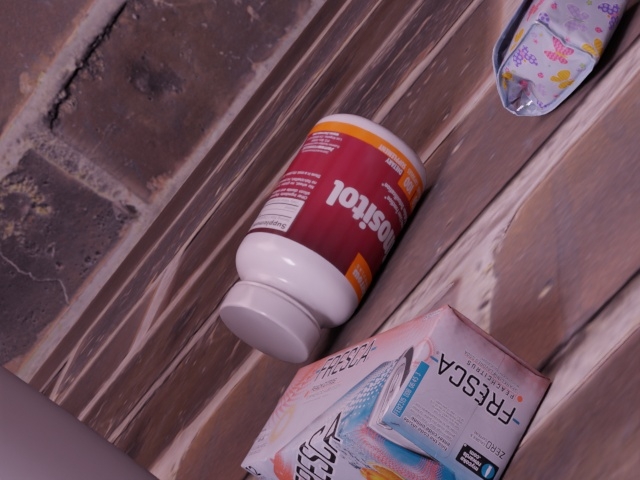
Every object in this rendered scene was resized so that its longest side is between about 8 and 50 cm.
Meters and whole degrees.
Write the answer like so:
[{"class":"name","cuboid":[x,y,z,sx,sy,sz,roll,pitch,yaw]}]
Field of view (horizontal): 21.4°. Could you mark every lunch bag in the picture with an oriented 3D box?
[{"class":"lunch bag","cuboid":[0.133,-0.116,0.964,0.071,0.053,0.083,-58,2,-29]}]

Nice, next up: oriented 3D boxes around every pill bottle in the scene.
[{"class":"pill bottle","cuboid":[0.000,0.000,1.093,0.152,0.086,0.086,-59,11,-23]}]

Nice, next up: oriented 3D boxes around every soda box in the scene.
[{"class":"soda box","cuboid":[0.028,0.084,0.766,0.063,0.058,0.183,-58,10,-22]}]

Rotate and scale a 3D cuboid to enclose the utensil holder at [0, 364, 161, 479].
[{"class":"utensil holder","cuboid":[-0.265,0.182,0.854,0.328,0.385,0.327,-52,11,14]}]
